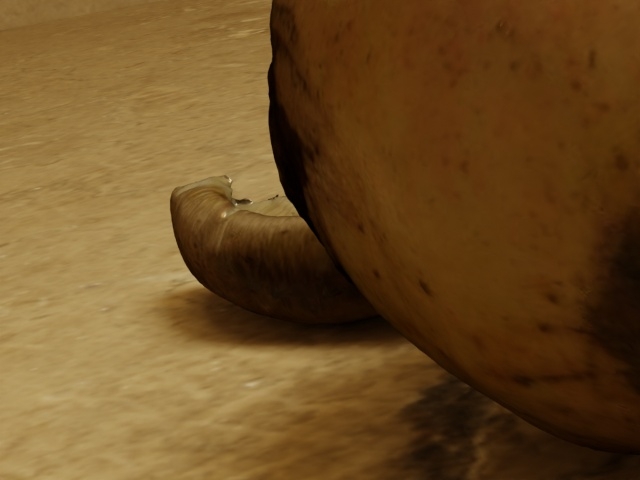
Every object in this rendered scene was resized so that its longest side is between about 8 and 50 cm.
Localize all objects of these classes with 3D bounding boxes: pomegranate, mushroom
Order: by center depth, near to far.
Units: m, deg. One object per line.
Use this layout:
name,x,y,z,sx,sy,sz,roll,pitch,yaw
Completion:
pomegranate,0.131,-0.073,0.598,0.322,0.322,0.322,-10,15,3
mushroom,-0.001,0.002,0.828,0.210,0.072,0.094,-5,13,32
